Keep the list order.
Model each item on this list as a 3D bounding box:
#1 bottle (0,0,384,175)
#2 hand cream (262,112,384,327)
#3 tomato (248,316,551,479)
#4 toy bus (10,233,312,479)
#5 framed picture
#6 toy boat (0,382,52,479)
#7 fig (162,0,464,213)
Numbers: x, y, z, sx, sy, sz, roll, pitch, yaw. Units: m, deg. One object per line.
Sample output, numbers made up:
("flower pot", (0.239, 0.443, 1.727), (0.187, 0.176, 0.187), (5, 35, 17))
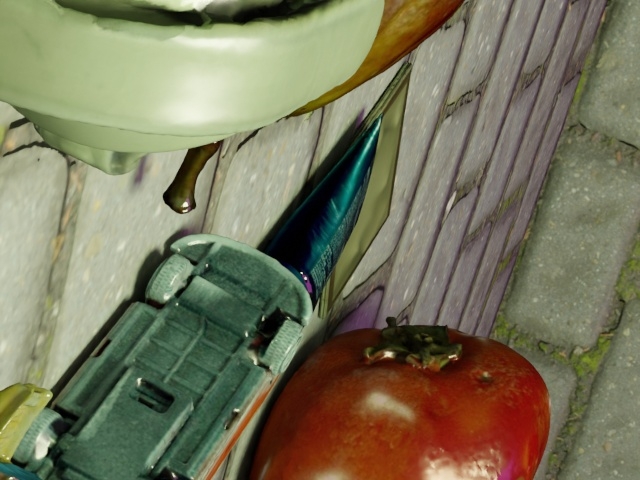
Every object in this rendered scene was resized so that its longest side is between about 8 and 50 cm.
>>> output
("bottle", (-0.079, -0.148, 0.472), (0.229, 0.229, 0.351), (-62, 168, -22))
("hand cream", (0.000, 0.000, 1.252), (0.270, 0.061, 0.120), (-54, 161, -47))
("tomato", (0.082, 0.232, 1.466), (0.325, 0.293, 0.289), (-54, 150, -71))
("toy bus", (-0.108, 0.117, 0.938), (0.265, 0.121, 0.120), (-56, 170, -41))
("framed picture", (0.045, -0.047, 1.440), (0.173, 0.010, 0.231), (-56, 162, -39))
("toy boat", (-0.194, 0.156, 0.768), (0.172, 0.066, 0.065), (-65, 168, -7))
("fig", (-0.015, -0.133, 0.857), (0.274, 0.145, 0.170), (-53, 175, 4))
